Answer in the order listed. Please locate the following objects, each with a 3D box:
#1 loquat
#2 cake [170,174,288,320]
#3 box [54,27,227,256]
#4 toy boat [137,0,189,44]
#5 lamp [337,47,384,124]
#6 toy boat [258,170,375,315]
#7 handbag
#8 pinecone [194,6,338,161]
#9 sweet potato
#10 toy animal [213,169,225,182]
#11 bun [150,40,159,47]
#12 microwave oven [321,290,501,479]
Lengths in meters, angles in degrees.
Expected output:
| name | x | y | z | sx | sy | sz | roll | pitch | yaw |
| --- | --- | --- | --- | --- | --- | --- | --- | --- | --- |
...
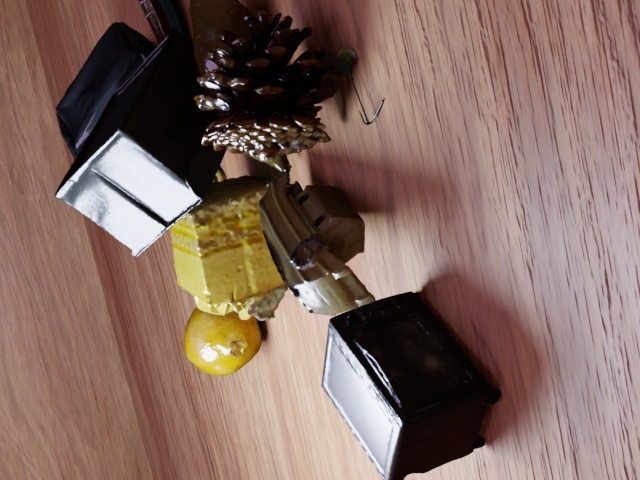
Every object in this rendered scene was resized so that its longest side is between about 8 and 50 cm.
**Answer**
| name | x | y | z | sx | sy | sz | roll | pitch | yaw |
| --- | --- | --- | --- | --- | --- | --- | --- | --- | --- |
| loquat | -0.239 | 0.225 | 2.298 | 0.234 | 0.187 | 0.176 | 37 | 149 | 65 |
| cake | -0.180 | 0.028 | 2.012 | 0.227 | 0.222 | 0.286 | 19 | 123 | 63 |
| box | -0.324 | -0.194 | 1.892 | 0.251 | 0.204 | 0.345 | -35 | 28 | 39 |
| toy boat | -0.399 | -0.576 | 2.220 | 0.392 | 0.079 | 0.136 | 65 | 167 | 8 |
| lamp | 0.057 | -0.249 | 1.556 | 0.054 | 0.041 | 0.121 | 103 | 145 | -61 |
| toy boat | 0.000 | 0.000 | 1.654 | 0.136 | 0.162 | 0.445 | 51 | -176 | -25 |
| handbag | -0.452 | -0.318 | 2.190 | 0.302 | 0.178 | 0.275 | -54 | 35 | 13 |
| pinecone | -0.083 | -0.257 | 1.611 | 0.264 | 0.264 | 0.264 | 44 | 143 | 47 |
| sweet potato | -0.148 | -0.294 | 1.817 | 0.158 | 0.157 | 0.370 | -17 | 90 | 66 |
| toy animal | -0.271 | -0.197 | 2.249 | 0.099 | 0.056 | 0.241 | 30 | 133 | 57 |
| bun | -0.469 | -0.321 | 2.396 | 0.365 | 0.219 | 0.365 | 44 | 146 | 41 |
| microwave oven | 0.133 | 0.224 | 1.525 | 0.247 | 0.178 | 0.188 | 52 | 146 | 40 |
